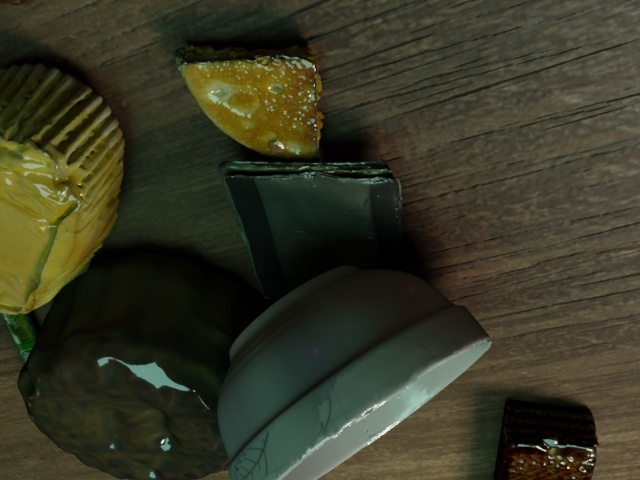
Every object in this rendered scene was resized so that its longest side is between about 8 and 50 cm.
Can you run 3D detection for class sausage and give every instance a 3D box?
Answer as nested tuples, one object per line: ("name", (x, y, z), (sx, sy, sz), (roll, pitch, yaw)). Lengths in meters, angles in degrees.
("sausage", (-0.367, 0.137, 1.159), (0.032, 0.033, 0.269), (3, 133, 11))

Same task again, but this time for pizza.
("pizza", (-0.046, -0.134, 0.819), (0.178, 0.041, 0.131), (27, 136, -12))

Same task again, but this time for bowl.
("bowl", (0.013, 0.126, 0.899), (0.144, 0.287, 0.287), (54, 133, 15))

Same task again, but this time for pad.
("pad", (0.000, 0.001, 0.923), (0.174, 0.022, 0.233), (3, 144, 11))

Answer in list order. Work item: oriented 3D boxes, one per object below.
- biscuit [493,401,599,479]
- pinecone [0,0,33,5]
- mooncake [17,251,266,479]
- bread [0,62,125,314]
("biscuit", (0.272, 0.347, 1.173), (0.107, 0.073, 0.388), (4, 134, 8))
("pinecone", (-0.210, -0.273, 0.596), (0.244, 0.244, 0.309), (30, 146, -14))
("mooncake", (-0.189, 0.157, 1.046), (0.290, 0.161, 0.290), (7, 136, 7))
("bread", (-0.290, -0.049, 0.894), (0.179, 0.133, 0.250), (23, 131, -3))
